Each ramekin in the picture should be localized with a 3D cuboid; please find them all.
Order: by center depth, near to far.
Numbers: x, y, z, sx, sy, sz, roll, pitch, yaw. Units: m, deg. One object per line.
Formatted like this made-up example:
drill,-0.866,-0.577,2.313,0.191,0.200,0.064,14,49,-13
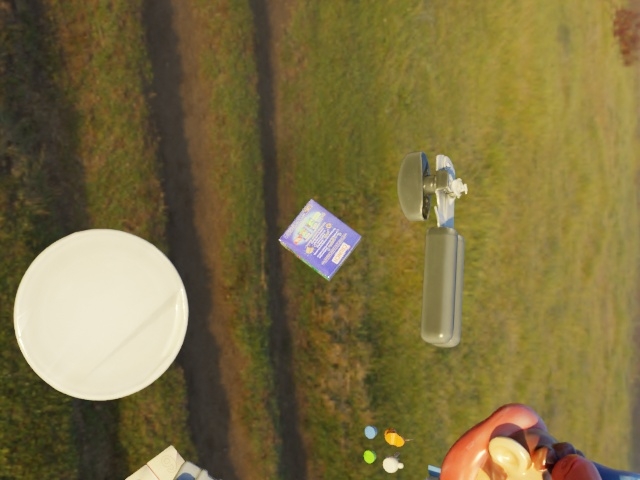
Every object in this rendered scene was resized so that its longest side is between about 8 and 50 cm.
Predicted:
ramekin,-0.364,0.118,1.229,0.273,0.127,0.273,1,88,-24

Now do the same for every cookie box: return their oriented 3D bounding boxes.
cookie box,0.000,0.000,1.255,0.092,0.107,0.040,-51,171,-5

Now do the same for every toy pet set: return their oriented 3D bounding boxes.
toy pet set,0.116,0.290,0.904,0.065,0.114,0.122,-4,98,-50

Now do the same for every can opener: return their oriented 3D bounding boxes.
can opener,0.162,0.010,1.058,0.074,0.093,0.280,27,60,-58

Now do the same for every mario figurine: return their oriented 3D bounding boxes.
mario figurine,0.239,0.267,0.665,0.170,0.320,0.198,-29,111,-37

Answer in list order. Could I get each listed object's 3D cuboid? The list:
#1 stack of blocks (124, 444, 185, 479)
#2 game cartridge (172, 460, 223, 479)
stack of blocks,-0.143,0.422,0.986,0.087,0.297,0.171,-33,157,-31
game cartridge,-0.073,0.398,0.799,0.196,0.294,0.060,-59,-174,-37
